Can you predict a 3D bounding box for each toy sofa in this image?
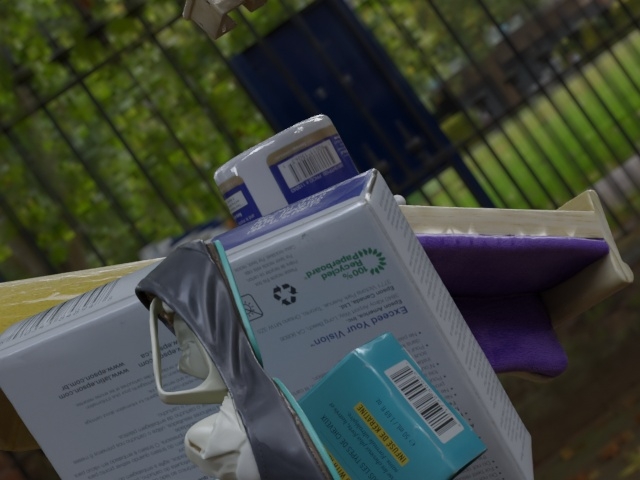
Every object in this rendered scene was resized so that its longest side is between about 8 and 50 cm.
[{"bbox_3d":[0.157,0.049,1.726,0.362,0.177,0.150,1,-28,-38],"label":"toy sofa"}]

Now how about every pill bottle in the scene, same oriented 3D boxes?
[{"bbox_3d":[0.000,0.000,1.366,0.112,0.186,0.112,-28,0,0],"label":"pill bottle"}]

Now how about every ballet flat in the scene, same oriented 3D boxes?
[{"bbox_3d":[-0.052,0.088,0.909,0.074,0.203,0.074,-21,-32,-14],"label":"ballet flat"}]

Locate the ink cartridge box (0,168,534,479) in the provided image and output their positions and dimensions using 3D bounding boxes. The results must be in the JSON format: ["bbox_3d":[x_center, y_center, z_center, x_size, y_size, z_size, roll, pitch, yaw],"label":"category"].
[{"bbox_3d":[-0.025,0.151,1.187,0.324,0.330,0.071,-22,20,22],"label":"ink cartridge box"}]

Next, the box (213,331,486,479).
[{"bbox_3d":[-0.016,0.174,1.049,0.244,0.100,0.060,-45,-11,24],"label":"box"}]

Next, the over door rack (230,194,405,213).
[{"bbox_3d":[-0.018,0.003,2.034,0.239,0.108,0.324,-2,-4,-26],"label":"over door rack"}]

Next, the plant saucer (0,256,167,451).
[{"bbox_3d":[-0.201,0.107,1.630,0.333,0.081,0.333,-9,-25,2],"label":"plant saucer"}]

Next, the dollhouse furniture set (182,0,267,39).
[{"bbox_3d":[-0.064,-0.319,1.643,0.182,0.101,0.161,-37,-15,-34],"label":"dollhouse furniture set"}]
